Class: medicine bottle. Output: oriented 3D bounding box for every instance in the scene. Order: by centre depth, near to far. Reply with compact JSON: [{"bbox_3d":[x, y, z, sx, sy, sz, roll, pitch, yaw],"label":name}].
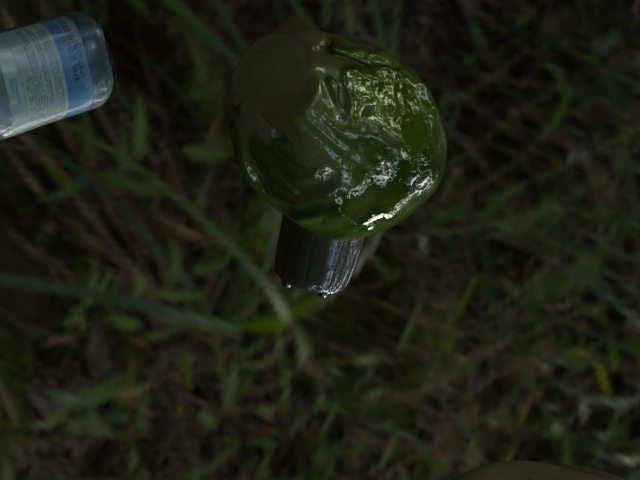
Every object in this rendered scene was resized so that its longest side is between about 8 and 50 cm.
[{"bbox_3d":[-0.269,-0.136,1.555,0.208,0.053,0.090,-24,107,-45],"label":"medicine bottle"}]

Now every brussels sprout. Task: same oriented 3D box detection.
[{"bbox_3d":[0.008,-0.065,1.157,0.155,0.155,0.118,68,40,-70],"label":"brussels sprout"}]

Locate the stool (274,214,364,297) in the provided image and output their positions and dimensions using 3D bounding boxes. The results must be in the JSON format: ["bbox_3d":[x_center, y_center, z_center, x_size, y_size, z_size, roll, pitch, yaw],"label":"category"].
[{"bbox_3d":[0.000,0.000,1.937,0.096,0.096,0.110,-31,138,-65],"label":"stool"}]

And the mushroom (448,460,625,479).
[{"bbox_3d":[0.190,0.278,1.116,0.336,0.314,0.314,-27,-165,42],"label":"mushroom"}]
